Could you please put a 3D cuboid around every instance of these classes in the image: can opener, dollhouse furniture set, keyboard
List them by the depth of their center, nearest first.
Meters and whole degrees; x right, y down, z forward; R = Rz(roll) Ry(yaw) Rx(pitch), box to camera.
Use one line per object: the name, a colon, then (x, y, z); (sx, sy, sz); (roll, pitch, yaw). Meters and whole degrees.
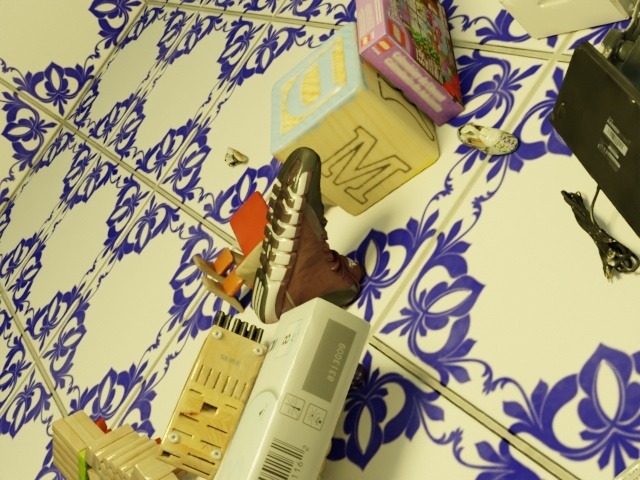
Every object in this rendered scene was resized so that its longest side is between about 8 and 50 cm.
keyboard: (0.344, -0.084, 1.037); (0.317, 0.033, 0.201); (-105, 22, -52)
can opener: (0.451, -0.315, 1.171); (0.093, 0.074, 0.280); (28, 84, 23)
dollhouse furniture set: (-0.102, -0.002, 1.509); (0.262, 0.135, 0.259); (-48, 33, 10)

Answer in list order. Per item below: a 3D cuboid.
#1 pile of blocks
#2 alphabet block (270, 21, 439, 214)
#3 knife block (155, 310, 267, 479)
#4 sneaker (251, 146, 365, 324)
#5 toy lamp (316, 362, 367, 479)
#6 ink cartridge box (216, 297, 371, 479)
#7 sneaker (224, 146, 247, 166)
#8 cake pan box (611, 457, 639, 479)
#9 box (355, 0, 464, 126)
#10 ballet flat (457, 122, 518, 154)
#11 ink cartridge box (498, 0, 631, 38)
pile of blocks: (-0.318, 0.384, 1.488); (0.362, 0.149, 0.112); (8, 24, 45)
alphabet block: (0.052, -0.195, 1.434); (0.193, 0.197, 0.192); (-33, 37, 29)
knife block: (-0.165, 0.234, 1.343); (0.242, 0.088, 0.275); (123, 170, -63)
sneaker: (0.000, 0.000, 1.338); (0.106, 0.162, 0.281); (-121, 43, -61)
toy lamp: (-0.007, 0.290, 1.175); (0.080, 0.080, 0.274); (-15, 50, 45)
ink cartridge box: (-0.092, 0.259, 1.200); (0.385, 0.091, 0.308); (-30, 36, 63)
sneaker: (-0.180, -0.171, 1.869); (0.037, 0.032, 0.083); (-66, 27, 7)
cake pan box: (0.405, 0.223, 0.724); (0.246, 0.070, 0.267); (-43, 34, 13)
box: (0.143, -0.349, 1.456); (0.057, 0.201, 0.293); (-33, 39, 30)
ballet flat: (0.241, -0.152, 1.300); (0.041, 0.041, 0.114); (-58, 33, -5)
ink cartridge box: (0.392, -0.430, 1.304); (0.172, 0.100, 0.237); (0, 60, 52)
